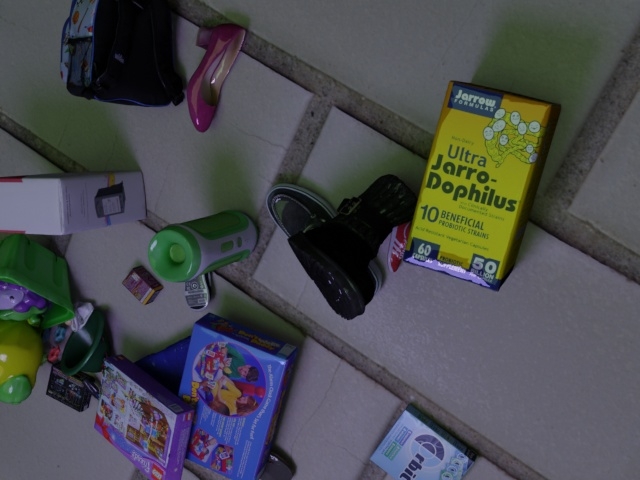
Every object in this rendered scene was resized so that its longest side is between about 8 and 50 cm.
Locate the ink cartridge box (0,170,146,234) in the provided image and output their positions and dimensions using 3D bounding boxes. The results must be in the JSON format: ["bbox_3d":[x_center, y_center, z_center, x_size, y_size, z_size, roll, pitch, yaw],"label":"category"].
[{"bbox_3d":[-0.591,-0.093,1.805,0.226,0.306,0.131,1,99,22],"label":"ink cartridge box"}]

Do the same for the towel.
[{"bbox_3d":[-0.317,0.352,1.907,0.308,0.076,0.228,-28,95,23],"label":"towel"}]

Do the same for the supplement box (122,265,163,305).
[{"bbox_3d":[-0.444,0.112,1.925,0.083,0.043,0.055,44,112,9],"label":"supplement box"}]

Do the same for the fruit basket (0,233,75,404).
[{"bbox_3d":[-0.817,0.212,1.942,0.392,0.283,0.392,-17,53,24],"label":"fruit basket"}]

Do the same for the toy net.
[{"bbox_3d":[-0.682,0.234,2.014,0.232,0.045,0.122,-31,51,26],"label":"toy net"}]

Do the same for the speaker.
[{"bbox_3d":[-0.249,0.008,1.689,0.131,0.296,0.131,4,101,21],"label":"speaker"}]

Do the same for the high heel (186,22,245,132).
[{"bbox_3d":[-0.228,-0.363,1.734,0.117,0.082,0.244,8,90,31],"label":"high heel"}]

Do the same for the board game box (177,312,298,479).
[{"bbox_3d":[-0.209,0.371,1.788,0.233,0.078,0.347,20,109,13],"label":"board game box"}]

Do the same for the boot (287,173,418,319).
[{"bbox_3d":[0.092,-0.004,1.480,0.260,0.348,0.131,-30,115,-6],"label":"boot"}]

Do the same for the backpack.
[{"bbox_3d":[-0.448,-0.441,1.729,0.213,0.276,0.263,17,102,32],"label":"backpack"}]

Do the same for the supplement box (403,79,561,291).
[{"bbox_3d":[0.314,-0.112,1.496,0.194,0.195,0.356,17,105,18],"label":"supplement box"}]

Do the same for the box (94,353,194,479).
[{"bbox_3d":[-0.426,0.425,1.838,0.293,0.057,0.201,26,111,37],"label":"box"}]

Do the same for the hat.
[{"bbox_3d":[-0.554,0.310,2.012,0.173,0.183,0.208,22,80,56],"label":"hat"}]

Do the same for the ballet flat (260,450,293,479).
[{"bbox_3d":[-0.177,0.521,1.890,0.250,0.058,0.084,19,107,13],"label":"ballet flat"}]

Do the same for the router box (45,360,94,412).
[{"bbox_3d":[-0.671,0.392,2.070,0.122,0.038,0.092,22,107,17],"label":"router box"}]

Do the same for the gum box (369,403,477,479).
[{"bbox_3d":[0.227,0.483,1.721,0.184,0.041,0.157,36,110,12],"label":"gum box"}]

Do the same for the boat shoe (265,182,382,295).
[{"bbox_3d":[0.000,0.000,1.684,0.335,0.119,0.121,43,112,10],"label":"boat shoe"}]

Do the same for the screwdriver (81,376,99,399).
[{"bbox_3d":[-0.565,0.426,2.024,0.024,0.025,0.170,-42,97,-19],"label":"screwdriver"}]

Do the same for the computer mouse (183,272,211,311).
[{"bbox_3d":[-0.301,0.075,1.864,0.106,0.042,0.193,-6,91,18],"label":"computer mouse"}]

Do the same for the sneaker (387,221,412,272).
[{"bbox_3d":[0.183,0.015,1.655,0.067,0.042,0.118,11,101,23],"label":"sneaker"}]
